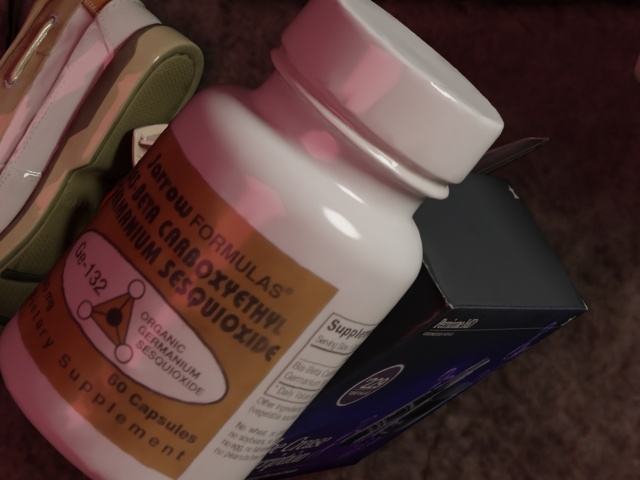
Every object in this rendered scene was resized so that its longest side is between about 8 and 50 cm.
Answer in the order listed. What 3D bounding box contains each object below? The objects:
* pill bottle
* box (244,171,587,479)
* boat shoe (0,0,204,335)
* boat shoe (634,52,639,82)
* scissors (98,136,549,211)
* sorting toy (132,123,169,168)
[{"bbox_3d":[-0.029,0.003,0.884,0.131,0.131,0.229,44,103,18],"label":"pill bottle"},{"bbox_3d":[0.018,0.046,1.076,0.184,0.261,0.103,-38,75,17],"label":"box"},{"bbox_3d":[-0.201,-0.028,1.256,0.103,0.113,0.302,38,91,20],"label":"boat shoe"},{"bbox_3d":[0.228,-0.130,1.047,0.075,0.206,0.065,-34,70,-24],"label":"boat shoe"},{"bbox_3d":[0.000,0.000,1.214,0.297,0.021,0.109,-8,109,9],"label":"scissors"},{"bbox_3d":[-0.077,-0.032,1.236,0.083,0.045,0.075,8,105,3],"label":"sorting toy"}]
